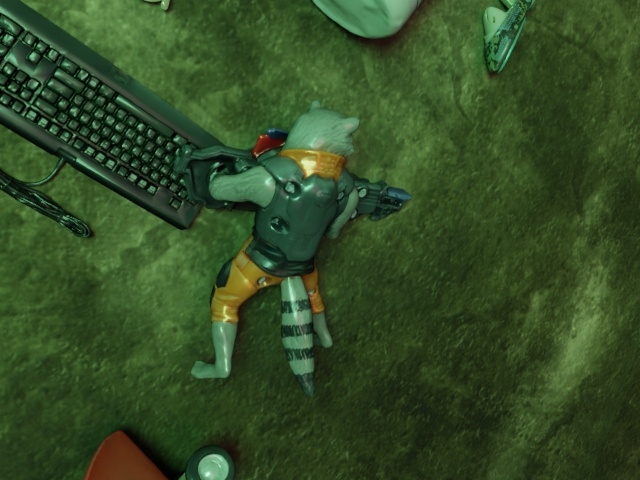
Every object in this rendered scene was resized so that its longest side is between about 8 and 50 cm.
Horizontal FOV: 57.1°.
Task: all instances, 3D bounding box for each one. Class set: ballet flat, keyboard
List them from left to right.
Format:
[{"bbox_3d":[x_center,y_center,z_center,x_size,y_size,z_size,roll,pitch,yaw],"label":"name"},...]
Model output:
[{"bbox_3d":[-0.275,-0.106,0.655,0.317,0.033,0.201,33,87,-26],"label":"keyboard"},{"bbox_3d":[0.269,-0.332,0.842,0.070,0.070,0.188,29,87,-27],"label":"ballet flat"}]

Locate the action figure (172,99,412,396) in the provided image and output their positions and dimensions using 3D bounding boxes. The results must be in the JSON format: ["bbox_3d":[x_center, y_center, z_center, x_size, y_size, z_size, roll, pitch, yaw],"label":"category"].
[{"bbox_3d":[0.000,0.000,0.721,0.342,0.178,0.329,-2,112,-30],"label":"action figure"}]

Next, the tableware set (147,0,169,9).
[{"bbox_3d":[-0.209,-0.341,0.638,0.169,0.020,0.141,19,93,-26],"label":"tableware set"}]

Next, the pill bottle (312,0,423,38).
[{"bbox_3d":[0.111,-0.402,0.686,0.169,0.169,0.301,41,83,-26],"label":"pill bottle"}]

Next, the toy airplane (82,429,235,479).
[{"bbox_3d":[-0.174,0.449,0.627,0.273,0.384,0.385,-12,108,-32],"label":"toy airplane"}]
